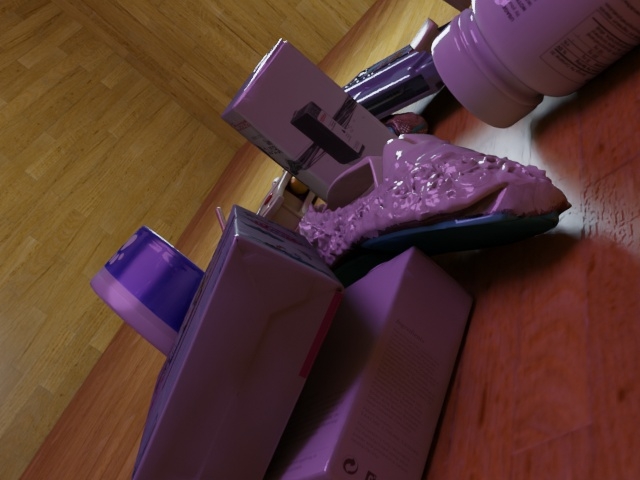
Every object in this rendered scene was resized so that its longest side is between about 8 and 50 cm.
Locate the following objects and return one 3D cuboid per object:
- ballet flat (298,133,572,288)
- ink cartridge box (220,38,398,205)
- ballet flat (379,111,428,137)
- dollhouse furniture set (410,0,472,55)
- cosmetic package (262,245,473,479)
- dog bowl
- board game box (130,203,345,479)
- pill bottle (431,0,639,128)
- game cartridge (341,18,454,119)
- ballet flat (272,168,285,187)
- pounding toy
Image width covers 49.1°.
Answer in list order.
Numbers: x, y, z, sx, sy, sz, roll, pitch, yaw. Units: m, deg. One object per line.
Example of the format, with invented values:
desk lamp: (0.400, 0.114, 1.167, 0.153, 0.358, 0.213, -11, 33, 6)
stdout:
ballet flat: (0.074, -0.035, 0.729, 0.147, 0.147, 0.409, -58, 15, -25)
ink cartridge box: (0.004, -0.136, 0.977, 0.114, 0.273, 0.197, -51, 14, -3)
ballet flat: (0.129, -0.181, 1.167, 0.067, 0.073, 0.206, -25, 16, -5)
dollhouse furniture set: (0.173, -0.498, 1.062, 0.355, 0.174, 0.303, -57, 16, 20)
cosmetic package: (0.042, 0.127, 0.596, 0.117, 0.085, 0.231, -36, 19, 48)
dog bowl: (-0.170, 0.101, 0.939, 0.104, 0.265, 0.265, -51, 14, -9)
board game box: (-0.082, 0.095, 0.656, 0.303, 0.098, 0.223, -134, 68, -78)
pill bottle: (0.258, -0.250, 0.712, 0.283, 0.160, 0.160, -39, 19, 39)
game cartridge: (0.121, -0.273, 1.206, 0.355, 0.068, 0.230, -20, 26, 43)
ballet flat: (-0.073, -0.135, 1.631, 0.213, 0.068, 0.072, -40, 18, 38)
pounding toy: (-0.106, -0.065, 1.377, 0.154, 0.155, 0.269, -44, 15, 43)
